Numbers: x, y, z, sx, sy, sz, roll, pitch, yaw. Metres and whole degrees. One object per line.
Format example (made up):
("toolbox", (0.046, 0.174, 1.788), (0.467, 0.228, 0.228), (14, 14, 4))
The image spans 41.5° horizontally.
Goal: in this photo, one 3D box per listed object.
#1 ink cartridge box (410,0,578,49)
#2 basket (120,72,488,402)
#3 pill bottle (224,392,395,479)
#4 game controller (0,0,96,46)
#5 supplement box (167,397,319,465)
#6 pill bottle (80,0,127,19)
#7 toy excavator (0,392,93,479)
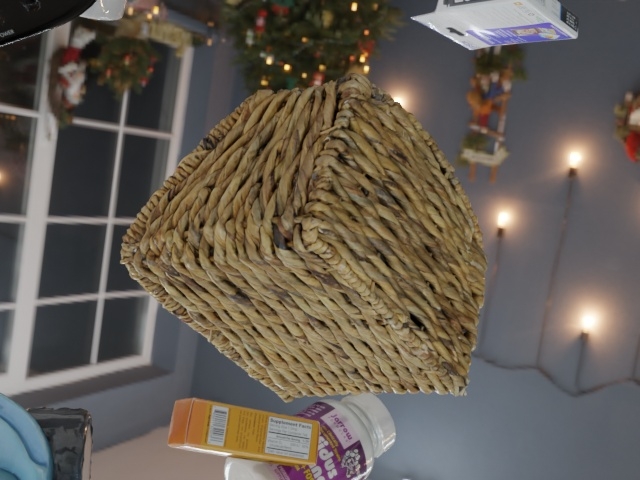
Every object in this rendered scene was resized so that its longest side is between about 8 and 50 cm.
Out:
("ink cartridge box", (0.292, -0.373, 1.409), (0.208, 0.045, 0.206), (2, 176, 39))
("basket", (0.000, 0.000, 0.804), (0.223, 0.214, 0.299), (-9, 142, 35))
("pill bottle", (-0.010, 0.393, 1.539), (0.301, 0.169, 0.169), (-25, -155, -34))
("game controller", (-0.270, -0.162, 0.450), (0.319, 0.167, 0.067), (-14, -163, 13))
("supplement box", (-0.119, 0.309, 1.350), (0.233, 0.080, 0.078), (19, 158, -27))
("pill bottle", (-0.244, -0.393, 0.898), (0.160, 0.283, 0.160), (17, -159, -7))
("toy excavator", (-0.270, 0.283, 0.472), (0.222, 0.433, 0.445), (3, 164, -10))
